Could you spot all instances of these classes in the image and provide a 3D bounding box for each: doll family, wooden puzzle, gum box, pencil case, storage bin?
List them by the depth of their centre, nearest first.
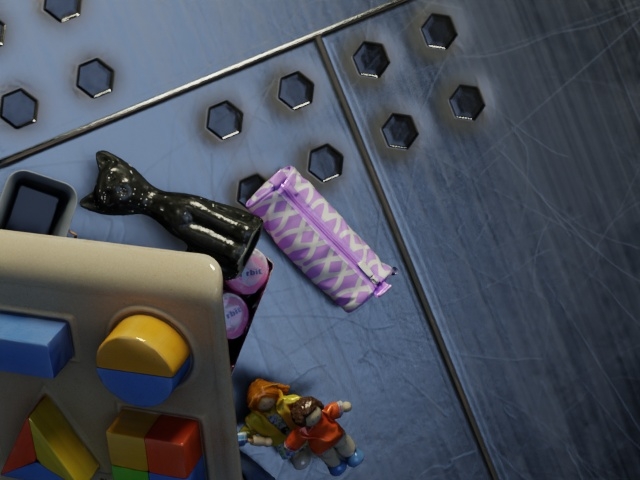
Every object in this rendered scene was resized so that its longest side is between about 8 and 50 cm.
[{"bbox_3d":[-0.253,0.171,1.488,0.322,0.080,0.348,7,116,18],"label":"wooden puzzle"},{"bbox_3d":[-0.339,-0.009,1.585,0.098,0.091,0.135,18,88,-13],"label":"storage bin"},{"bbox_3d":[-0.121,0.092,1.632,0.062,0.107,0.188,22,86,-13],"label":"gum box"},{"bbox_3d":[-0.086,0.258,1.634,0.263,0.118,0.163,-40,133,-6],"label":"doll family"},{"bbox_3d":[0.000,0.000,1.668,0.206,0.088,0.086,44,80,-10],"label":"pencil case"}]

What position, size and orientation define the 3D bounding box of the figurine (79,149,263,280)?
[{"bbox_3d":[-0.203,0.029,1.532,0.209,0.092,0.215,25,87,3],"label":"figurine"}]
